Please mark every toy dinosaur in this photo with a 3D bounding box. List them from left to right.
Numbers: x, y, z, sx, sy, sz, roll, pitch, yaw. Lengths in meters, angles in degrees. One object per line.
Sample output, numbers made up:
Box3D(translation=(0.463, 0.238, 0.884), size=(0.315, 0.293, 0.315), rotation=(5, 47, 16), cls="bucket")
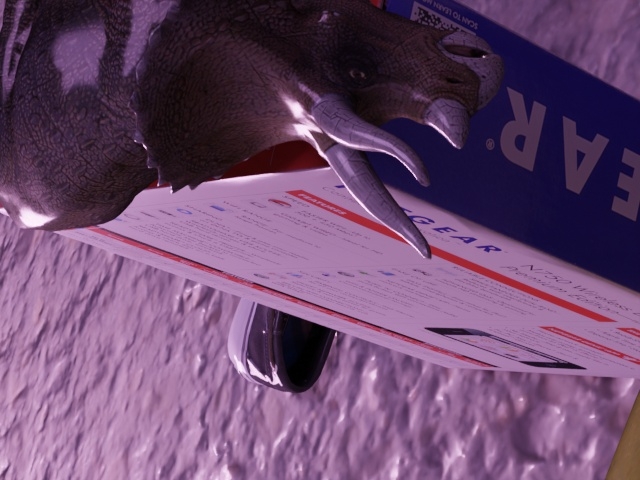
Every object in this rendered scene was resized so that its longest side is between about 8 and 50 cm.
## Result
Box3D(translation=(-0.077, -0.067, 0.556), size=(0.313, 0.121, 0.160), rotation=(-15, 48, 45), cls="toy dinosaur")

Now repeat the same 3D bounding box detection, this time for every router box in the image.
Box3D(translation=(0.056, -0.008, 0.744), size=(0.301, 0.335, 0.082), rotation=(-3, 70, 53), cls="router box")

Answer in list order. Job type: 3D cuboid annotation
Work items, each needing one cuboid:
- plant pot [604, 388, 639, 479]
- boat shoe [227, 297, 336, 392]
Box3D(translation=(0.201, 0.144, 0.530), size=(0.275, 0.275, 0.293), rotation=(-22, 50, 48), cls="plant pot")
Box3D(translation=(0.000, 0.000, 1.050), size=(0.076, 0.080, 0.228), rotation=(22, 92, 50), cls="boat shoe")
